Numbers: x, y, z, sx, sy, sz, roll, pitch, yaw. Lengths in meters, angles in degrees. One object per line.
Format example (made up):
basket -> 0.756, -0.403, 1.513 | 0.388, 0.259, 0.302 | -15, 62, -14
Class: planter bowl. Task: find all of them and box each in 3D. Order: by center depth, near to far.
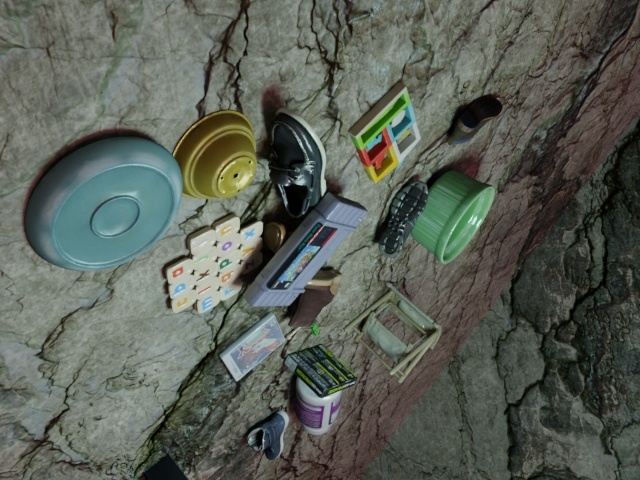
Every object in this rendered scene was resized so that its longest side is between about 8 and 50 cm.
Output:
planter bowl -> -0.201, -0.157, 1.447 | 0.217, 0.090, 0.217 | -34, 148, -25

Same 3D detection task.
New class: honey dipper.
honey dipper -> -0.050, 0.264, 2.220 | 0.161, 0.030, 0.030 | -42, 150, -8

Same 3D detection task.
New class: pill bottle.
pill bottle -> -0.009, 0.587, 2.520 | 0.169, 0.169, 0.301 | -31, 146, -29

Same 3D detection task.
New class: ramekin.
ramekin -> 0.434, -0.087, 2.296 | 0.303, 0.148, 0.303 | -43, 155, -26

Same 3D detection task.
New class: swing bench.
swing bench -> 0.273, 0.332, 2.507 | 0.254, 0.253, 0.165 | -46, 151, -3

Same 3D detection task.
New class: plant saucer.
plant saucer -> -0.400, -0.054, 1.323 | 0.318, 0.043, 0.317 | -29, 146, -22

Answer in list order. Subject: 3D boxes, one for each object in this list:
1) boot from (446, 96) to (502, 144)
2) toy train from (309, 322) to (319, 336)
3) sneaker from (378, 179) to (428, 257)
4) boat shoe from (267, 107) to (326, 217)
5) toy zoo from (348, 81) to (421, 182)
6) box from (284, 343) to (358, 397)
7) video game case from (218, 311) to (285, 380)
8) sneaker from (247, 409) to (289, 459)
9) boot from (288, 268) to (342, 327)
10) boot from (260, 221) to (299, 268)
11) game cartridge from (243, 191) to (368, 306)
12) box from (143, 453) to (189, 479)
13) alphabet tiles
boot -> 0.477, -0.375, 2.145 | 0.219, 0.082, 0.106 | -31, 169, -35
toy train -> -0.018, 0.301, 2.320 | 0.023, 0.017, 0.083 | -51, 153, -17
sneaker -> 0.261, -0.076, 2.194 | 0.267, 0.101, 0.106 | -63, 173, 18
boat shoe -> -0.067, -0.163, 1.584 | 0.113, 0.127, 0.340 | -52, 163, -19
toy zoo -> 0.186, -0.277, 1.886 | 0.192, 0.030, 0.293 | -45, 150, -7
box -> 0.002, 0.440, 2.335 | 0.184, 0.191, 0.045 | -6, 127, -52
video game case -> -0.204, 0.325, 2.090 | 0.201, 0.023, 0.183 | -40, 150, -16
sneaker -> -0.204, 0.743, 2.511 | 0.163, 0.086, 0.226 | -28, 137, -51
boot -> -0.039, 0.181, 2.070 | 0.248, 0.090, 0.206 | 5, 119, -60
boot -> -0.081, -0.010, 1.808 | 0.152, 0.073, 0.197 | -29, 158, -29
game cartridge -> -0.034, 0.034, 1.808 | 0.355, 0.068, 0.230 | -50, 164, 12
box -> -0.431, 0.826, 2.138 | 0.103, 0.261, 0.184 | -32, 147, -27
alphabet tiles -> -0.258, 0.061, 1.702 | 0.278, 0.021, 0.284 | -31, 147, -29
